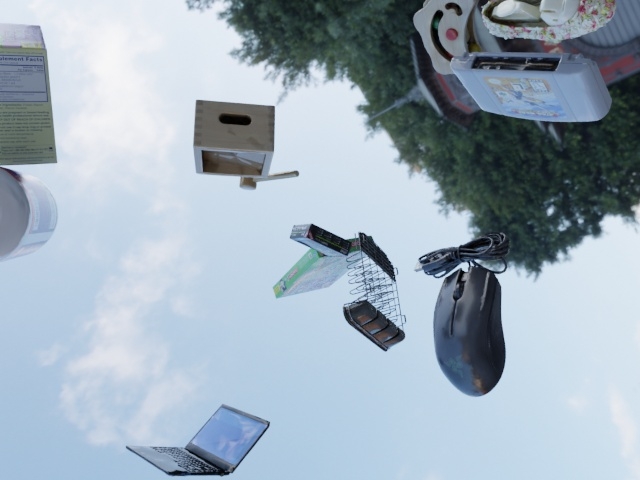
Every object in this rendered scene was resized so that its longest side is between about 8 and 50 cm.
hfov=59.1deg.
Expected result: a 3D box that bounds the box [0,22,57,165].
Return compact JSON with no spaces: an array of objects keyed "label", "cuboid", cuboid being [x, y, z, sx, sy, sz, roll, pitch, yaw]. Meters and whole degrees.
[{"label":"box","cuboid":[-0.638,-0.312,1.197,0.117,0.243,0.213,-6,-147,-26]}]

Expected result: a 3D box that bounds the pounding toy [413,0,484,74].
[{"label":"pounding toy","cuboid":[0.321,-0.534,1.314,0.269,0.154,0.155,56,-129,-30]}]

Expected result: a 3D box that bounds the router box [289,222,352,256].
[{"label":"router box","cuboid":[0.000,0.000,1.349,0.122,0.092,0.038,25,-102,-26]}]

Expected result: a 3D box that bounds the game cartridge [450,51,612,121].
[{"label":"game cartridge","cuboid":[0.443,-0.323,1.196,0.198,0.297,0.062,35,-102,-45]}]

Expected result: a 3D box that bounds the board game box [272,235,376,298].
[{"label":"board game box","cuboid":[0.006,0.086,1.770,0.214,0.317,0.046,-8,-112,-33]}]

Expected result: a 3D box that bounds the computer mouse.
[{"label":"computer mouse","cuboid":[0.237,0.125,0.961,0.072,0.188,0.272,16,-115,-39]}]

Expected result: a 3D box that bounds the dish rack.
[{"label":"dish rack","cuboid":[0.133,0.118,1.417,0.208,0.074,0.271,43,-148,-41]}]

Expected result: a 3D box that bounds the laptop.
[{"label":"laptop","cuboid":[-0.306,0.493,1.424,0.264,0.234,0.136,20,-104,-40]}]

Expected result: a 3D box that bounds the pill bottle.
[{"label":"pill bottle","cuboid":[-0.618,-0.051,1.085,0.182,0.323,0.181,-1,-87,-14]}]

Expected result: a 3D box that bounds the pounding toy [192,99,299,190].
[{"label":"pounding toy","cuboid":[-0.126,-0.162,0.993,0.181,0.206,0.094,2,-103,-10]}]

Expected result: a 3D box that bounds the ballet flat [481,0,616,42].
[{"label":"ballet flat","cuboid":[0.386,-0.398,0.995,0.077,0.241,0.091,10,-86,-41]}]
